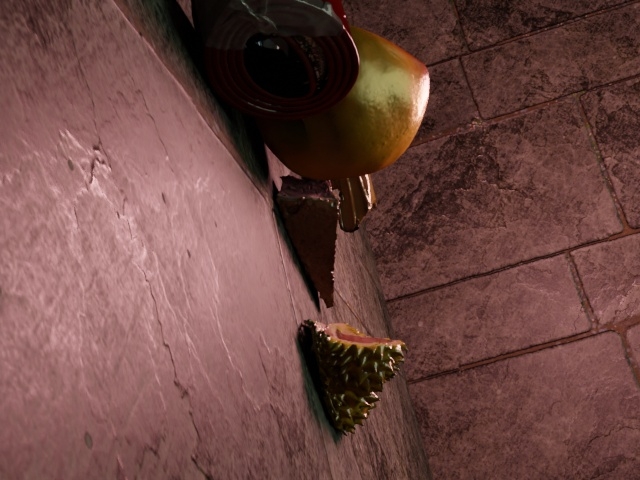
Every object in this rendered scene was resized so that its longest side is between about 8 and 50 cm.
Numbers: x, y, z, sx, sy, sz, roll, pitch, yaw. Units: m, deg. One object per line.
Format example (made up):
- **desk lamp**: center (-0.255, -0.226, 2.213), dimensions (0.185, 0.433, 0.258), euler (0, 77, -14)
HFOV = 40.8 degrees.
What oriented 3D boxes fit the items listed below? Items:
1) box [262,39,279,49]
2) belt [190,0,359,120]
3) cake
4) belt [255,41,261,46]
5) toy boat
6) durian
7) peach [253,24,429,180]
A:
- **box**: center (-0.056, -0.331, 1.825), dimensions (0.270, 0.045, 0.211), euler (16, 75, -67)
- **belt**: center (-0.073, -0.304, 1.297), dimensions (0.324, 0.227, 0.115), euler (40, 30, -59)
- **cake**: center (0.000, 0.000, 1.681), dimensions (0.116, 0.112, 0.295), euler (-94, 172, -52)
- **belt**: center (-0.144, -0.432, 1.693), dimensions (0.100, 0.065, 0.179), euler (81, -1, -50)
- **toy boat**: center (0.022, -0.236, 2.110), dimensions (0.136, 0.162, 0.446), euler (-24, 100, -83)
- **durian**: center (0.052, 0.247, 1.541), dimensions (0.305, 0.185, 0.196), euler (84, 13, -85)
- **peach**: center (0.042, -0.253, 1.605), dimensions (0.307, 0.289, 0.289), euler (-20, 95, -42)
